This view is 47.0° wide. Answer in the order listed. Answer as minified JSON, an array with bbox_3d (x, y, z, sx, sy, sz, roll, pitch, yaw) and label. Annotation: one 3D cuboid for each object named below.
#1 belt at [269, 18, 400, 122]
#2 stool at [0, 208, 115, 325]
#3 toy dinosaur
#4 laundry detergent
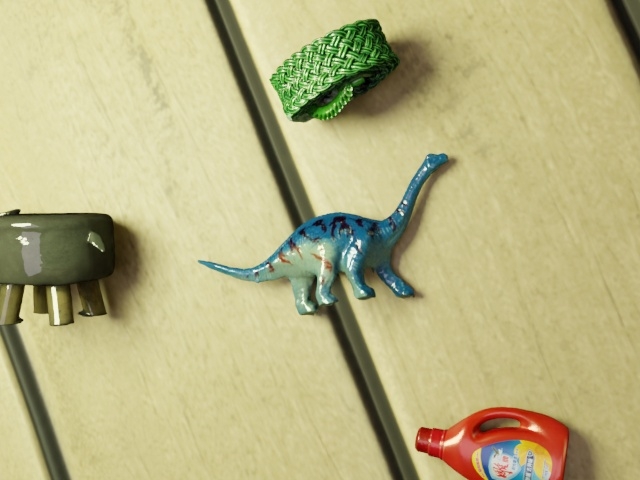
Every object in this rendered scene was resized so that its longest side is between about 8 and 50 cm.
[{"bbox_3d":[0.017,-0.183,0.839,0.151,0.121,0.079,-25,89,26],"label":"belt"},{"bbox_3d":[-0.349,0.029,0.940,0.228,0.153,0.139,5,97,58],"label":"stool"},{"bbox_3d":[0.020,0.023,0.864,0.329,0.076,0.144,-24,77,12],"label":"toy dinosaur"},{"bbox_3d":[0.190,0.233,0.830,0.165,0.049,0.097,8,85,16],"label":"laundry detergent"}]
